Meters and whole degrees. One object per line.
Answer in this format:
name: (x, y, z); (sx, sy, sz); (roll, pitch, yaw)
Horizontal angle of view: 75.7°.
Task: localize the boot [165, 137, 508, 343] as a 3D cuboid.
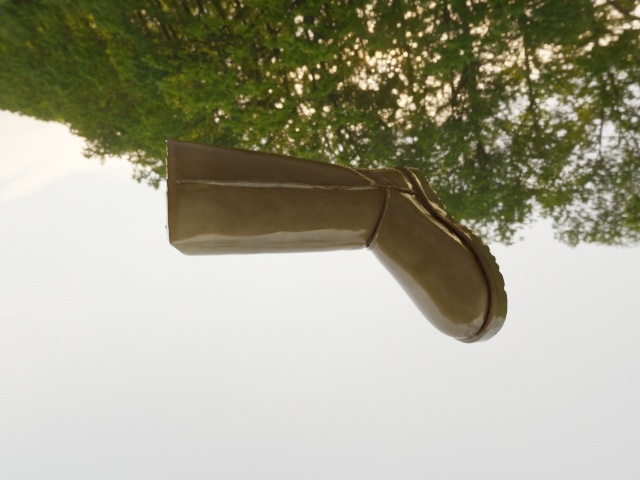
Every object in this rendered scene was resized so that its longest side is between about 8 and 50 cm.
boot: (0.000, 0.000, 0.381); (0.270, 0.089, 0.236); (2, -141, -23)
